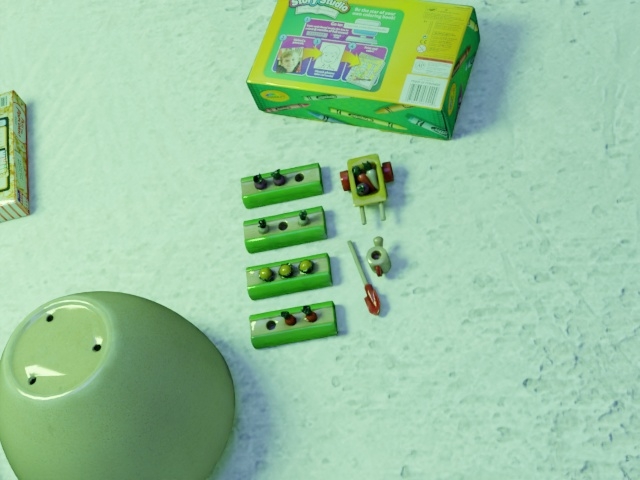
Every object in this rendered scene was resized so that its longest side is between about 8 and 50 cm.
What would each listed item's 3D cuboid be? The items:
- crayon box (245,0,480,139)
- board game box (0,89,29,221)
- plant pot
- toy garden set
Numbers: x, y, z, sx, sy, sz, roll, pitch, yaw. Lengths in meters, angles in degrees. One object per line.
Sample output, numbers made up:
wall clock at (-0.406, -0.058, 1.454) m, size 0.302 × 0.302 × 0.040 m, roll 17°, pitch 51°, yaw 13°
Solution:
crayon box at (0.058, -0.243, 1.475) m, size 0.279 × 0.081 × 0.165 m, roll 11°, pitch 67°, yaw 19°
board game box at (-0.496, -0.111, 1.569) m, size 0.147 × 0.045 × 0.193 m, roll -13°, pitch 62°, yaw 7°
plant pot at (-0.262, 0.169, 1.268) m, size 0.284 × 0.191 × 0.284 m, roll -8°, pitch 55°, yaw 12°
toy garden set at (0.000, 0.000, 1.387) m, size 0.204 × 0.049 × 0.244 m, roll -11°, pitch 62°, yaw 9°
